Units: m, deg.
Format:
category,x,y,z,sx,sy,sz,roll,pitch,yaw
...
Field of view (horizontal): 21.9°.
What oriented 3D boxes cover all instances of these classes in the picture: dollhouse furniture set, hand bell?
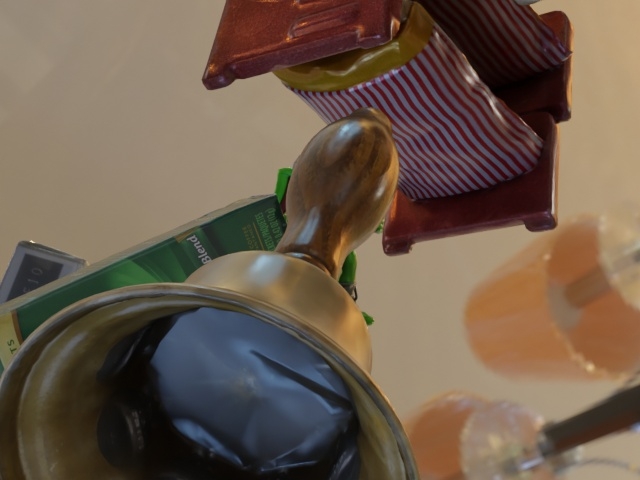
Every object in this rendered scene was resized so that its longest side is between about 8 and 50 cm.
category,x,y,z,sx,sy,sz,roll,pitch,yaw
dollhouse furniture set,0.147,-0.130,0.865,0.201,0.374,0.152,40,-130,-42
hand bell,-0.008,0.013,0.564,0.126,0.126,0.242,46,-152,-11

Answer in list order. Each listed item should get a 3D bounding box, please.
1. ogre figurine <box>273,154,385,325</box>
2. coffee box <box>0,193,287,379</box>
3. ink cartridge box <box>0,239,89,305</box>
category,x,y,z,sx,sy,sz,roll,pitch,yaw
ogre figurine,0.000,0.000,1.317,0.197,0.097,0.118,26,-113,-56
coffee box,-0.087,0.059,0.884,0.184,0.040,0.113,-24,-80,-30
ink cartridge box,-0.229,0.166,1.267,0.060,0.239,0.275,17,-108,8
